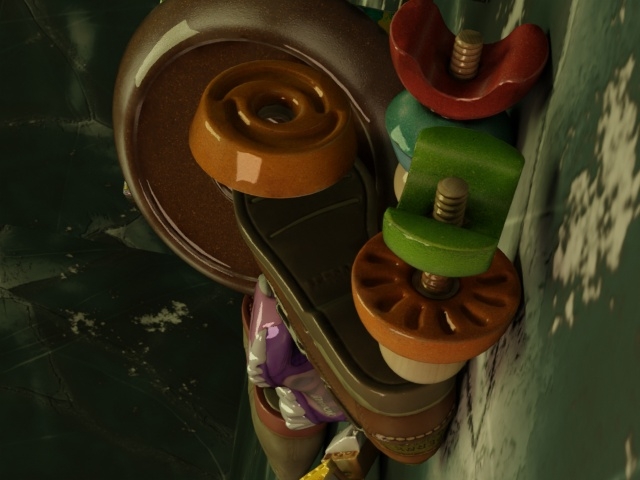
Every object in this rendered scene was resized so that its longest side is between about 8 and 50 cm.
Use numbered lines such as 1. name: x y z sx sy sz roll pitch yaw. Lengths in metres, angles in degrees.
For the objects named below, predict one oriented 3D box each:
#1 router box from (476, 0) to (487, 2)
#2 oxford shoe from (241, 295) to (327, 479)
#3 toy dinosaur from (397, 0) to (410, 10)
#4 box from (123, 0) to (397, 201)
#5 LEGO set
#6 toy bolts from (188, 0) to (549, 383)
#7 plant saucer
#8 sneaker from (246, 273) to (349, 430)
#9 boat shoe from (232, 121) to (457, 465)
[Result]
1. router box: 0.089 -0.284 1.018 0.046 0.133 0.179 -88 11 -54
2. oxford shoe: -0.046 0.157 1.647 0.348 0.123 0.130 -86 3 -58
3. toy dinosaur: 0.101 -0.287 1.383 0.112 0.064 0.211 75 -151 -59
4. box: -0.072 -0.158 1.616 0.177 0.290 0.279 159 122 -84
5. LEGO set: 0.024 0.248 1.042 0.132 0.107 0.287 -44 4 4
6. toy bolts: 0.039 -0.035 0.839 0.158 0.218 0.228 97 -163 -46
7. plant saucer: -0.050 -0.073 1.124 0.050 0.310 0.311 -50 -22 -55
8. sneaker: 0.005 0.098 1.117 0.236 0.104 0.095 63 -146 -62
9. boat shoe: 0.008 0.036 0.984 0.104 0.110 0.307 84 168 -45
